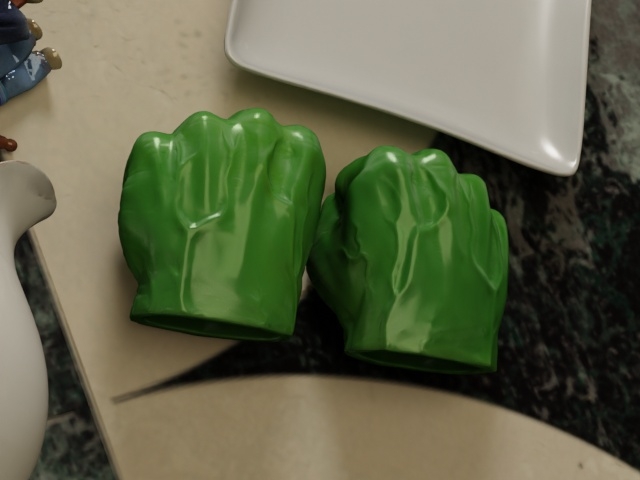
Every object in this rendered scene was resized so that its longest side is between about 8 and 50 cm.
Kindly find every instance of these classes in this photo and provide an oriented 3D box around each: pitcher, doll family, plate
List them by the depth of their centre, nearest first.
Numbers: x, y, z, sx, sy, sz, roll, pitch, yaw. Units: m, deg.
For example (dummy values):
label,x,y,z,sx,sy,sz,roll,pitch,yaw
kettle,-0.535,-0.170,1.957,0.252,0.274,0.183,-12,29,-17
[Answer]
label,x,y,z,sx,sy,sz,roll,pitch,yaw
pitcher,-0.241,0.057,0.981,0.178,0.125,0.207,1,60,-4
doll family,-0.240,-0.139,1.069,0.193,0.076,0.111,49,54,-6
plate,0.069,-0.200,1.258,0.277,0.045,0.278,16,66,-19

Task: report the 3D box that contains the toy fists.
label,x,y,z,sx,sy,sz,roll,pitch,yaw
toy fists,0.000,0.000,1.126,0.279,0.096,0.142,11,77,-24
